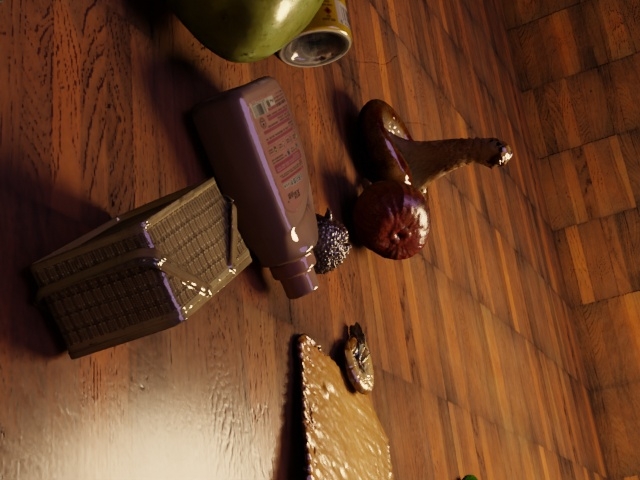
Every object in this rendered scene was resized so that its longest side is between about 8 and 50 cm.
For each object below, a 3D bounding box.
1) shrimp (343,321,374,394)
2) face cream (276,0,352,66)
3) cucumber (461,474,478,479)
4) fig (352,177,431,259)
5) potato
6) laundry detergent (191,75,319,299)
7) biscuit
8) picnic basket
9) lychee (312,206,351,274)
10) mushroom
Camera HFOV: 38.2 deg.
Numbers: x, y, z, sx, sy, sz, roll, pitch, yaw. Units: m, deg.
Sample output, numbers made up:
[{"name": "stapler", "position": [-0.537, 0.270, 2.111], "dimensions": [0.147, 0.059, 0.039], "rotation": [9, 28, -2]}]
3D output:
[{"name": "shrimp", "position": [0.044, 0.143, 1.158], "dimensions": [0.059, 0.023, 0.108], "rotation": [38, 32, -44]}, {"name": "face cream", "position": [-0.034, -0.418, 1.287], "dimensions": [0.105, 0.105, 0.348], "rotation": [24, 53, -60]}, {"name": "cucumber", "position": [0.210, 0.384, 1.357], "dimensions": [0.155, 0.037, 0.037], "rotation": [-20, 92, -66]}, {"name": "fig", "position": [0.082, -0.040, 1.324], "dimensions": [0.119, 0.153, 0.119], "rotation": [-31, 136, -36]}, {"name": "potato", "position": [-0.078, -0.335, 1.008], "dimensions": [0.216, 0.216, 0.304], "rotation": [53, 27, -38]}, {"name": "laundry detergent", "position": [-0.048, -0.064, 1.041], "dimensions": [0.237, 0.076, 0.171], "rotation": [67, 23, -13]}, {"name": "biscuit", "position": [0.037, 0.249, 1.065], "dimensions": [0.237, 0.013, 0.232], "rotation": [49, 26, -44]}, {"name": "picnic basket", "position": [-0.137, 0.018, 0.733], "dimensions": [0.079, 0.115, 0.164], "rotation": [66, 23, -10]}, {"name": "lychee", "position": [0.000, 0.000, 1.114], "dimensions": [0.068, 0.067, 0.083], "rotation": [2, 99, -29]}, {"name": "mushroom", "position": [0.179, -0.135, 1.420], "dimensions": [0.227, 0.218, 0.148], "rotation": [63, 26, -22]}]
